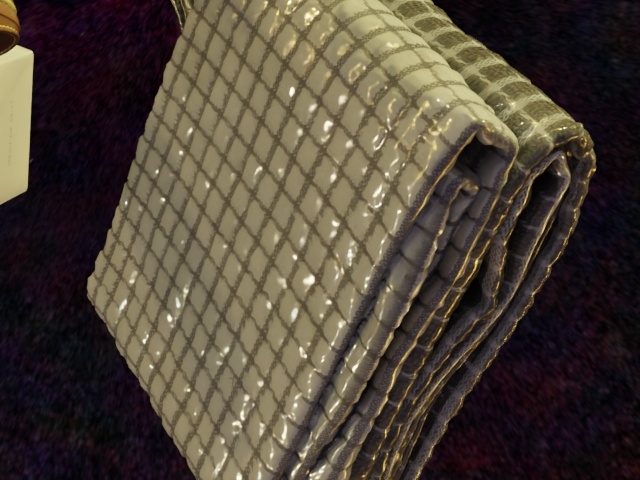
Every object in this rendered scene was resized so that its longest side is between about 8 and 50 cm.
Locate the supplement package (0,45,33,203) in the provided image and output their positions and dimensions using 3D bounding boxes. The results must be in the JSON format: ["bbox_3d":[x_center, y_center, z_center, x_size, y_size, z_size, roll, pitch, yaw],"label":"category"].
[{"bbox_3d":[-0.518,-0.157,1.447,0.262,0.198,0.199,23,123,20],"label":"supplement package"}]

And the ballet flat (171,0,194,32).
[{"bbox_3d":[-0.057,-0.241,0.975,0.164,0.182,0.483,-22,104,33],"label":"ballet flat"}]

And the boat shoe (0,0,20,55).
[{"bbox_3d":[-0.226,-0.100,0.621,0.064,0.178,0.060,-29,83,32],"label":"boat shoe"}]

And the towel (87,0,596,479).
[{"bbox_3d":[0.000,0.000,0.655,0.121,0.235,0.284,1,125,-38],"label":"towel"}]
